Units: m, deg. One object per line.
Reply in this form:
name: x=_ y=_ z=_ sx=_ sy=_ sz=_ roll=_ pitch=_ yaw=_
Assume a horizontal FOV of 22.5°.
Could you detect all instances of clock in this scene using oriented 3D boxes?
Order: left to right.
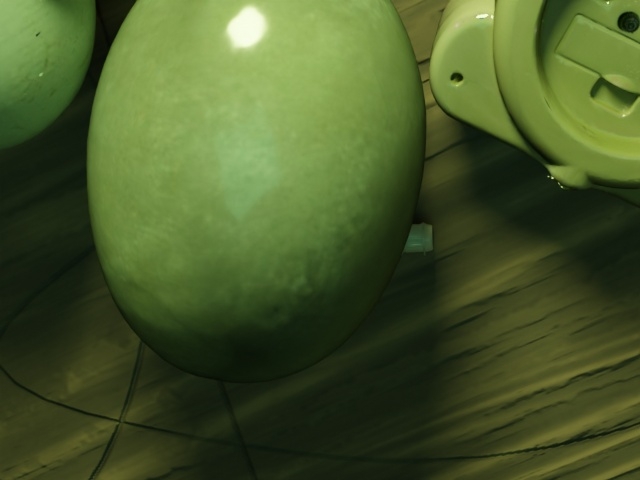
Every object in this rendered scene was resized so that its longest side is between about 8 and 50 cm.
clock: x=0.257 y=-0.181 z=1.205 sx=0.284 sy=0.114 sz=0.309 roll=26 pitch=119 yaw=-4

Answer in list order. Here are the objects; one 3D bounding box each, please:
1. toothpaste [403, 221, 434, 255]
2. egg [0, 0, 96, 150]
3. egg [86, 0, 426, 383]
toothpaste: x=0.000 y=0.000 z=1.357 sx=0.190 sy=0.031 sz=0.048 roll=-2 pitch=113 yaw=8
egg: x=-0.305 y=-0.235 z=1.179 sx=0.230 sy=0.230 sz=0.371 roll=-25 pitch=108 yaw=13
egg: x=-0.049 y=-0.060 z=1.215 sx=0.258 sy=0.258 sz=0.352 roll=7 pitch=116 yaw=2
